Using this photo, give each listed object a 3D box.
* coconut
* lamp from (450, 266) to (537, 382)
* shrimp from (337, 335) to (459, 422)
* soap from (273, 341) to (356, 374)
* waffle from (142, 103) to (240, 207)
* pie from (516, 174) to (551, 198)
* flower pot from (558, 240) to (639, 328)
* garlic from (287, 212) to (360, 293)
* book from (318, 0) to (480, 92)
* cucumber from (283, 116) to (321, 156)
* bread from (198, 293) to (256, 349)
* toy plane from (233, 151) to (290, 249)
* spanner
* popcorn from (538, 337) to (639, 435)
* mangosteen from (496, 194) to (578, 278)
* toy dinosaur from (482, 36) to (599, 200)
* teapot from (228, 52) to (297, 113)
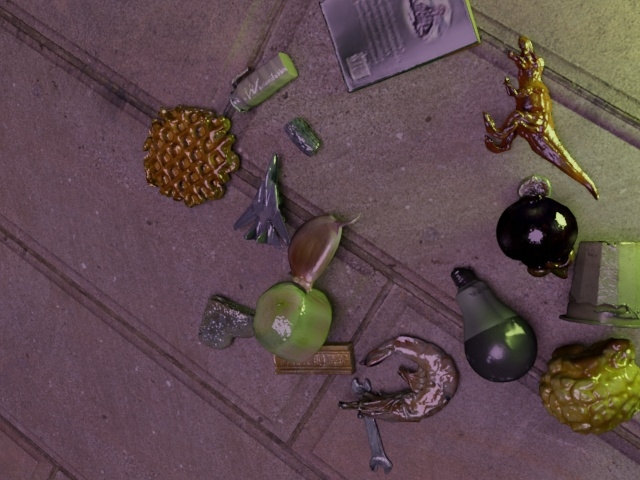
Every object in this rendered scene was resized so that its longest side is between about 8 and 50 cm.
[{"bbox_3d":[-0.073,0.226,2.006,0.236,0.236,0.204,42,105,10],"label":"coconut"},{"bbox_3d":[0.451,0.209,1.834,0.182,0.182,0.313,-16,69,24],"label":"lamp"},{"bbox_3d":[0.208,0.400,1.993,0.361,0.085,0.246,-20,88,17],"label":"shrimp"},{"bbox_3d":[-0.022,0.350,2.099,0.252,0.037,0.092,-4,97,23],"label":"soap"},{"bbox_3d":[-0.392,-0.248,2.118,0.325,0.068,0.301,16,105,20],"label":"waffle"},{"bbox_3d":[0.542,-0.127,1.793,0.085,0.017,0.085,4,102,21],"label":"pie"},{"bbox_3d":[0.679,0.101,1.694,0.213,0.212,0.202,0,90,22],"label":"flower pot"},{"bbox_3d":[0.000,-0.005,1.971,0.148,0.128,0.266,36,109,17],"label":"garlic"},{"bbox_3d":[0.199,-0.566,1.838,0.371,0.043,0.260,-15,96,25],"label":"book"},{"bbox_3d":[-0.048,-0.286,1.976,0.064,0.064,0.112,-44,83,23],"label":"cucumber"},{"bbox_3d":[-0.292,0.242,2.173,0.232,0.064,0.172,-22,93,22],"label":"bread"},{"bbox_3d":[-0.144,-0.118,2.035,0.212,0.088,0.267,15,93,33],"label":"toy plane"},{"bbox_3d":[0.149,0.544,2.077,0.071,0.017,0.301,-11,96,23],"label":"spanner"},{"bbox_3d":[0.670,0.344,1.739,0.237,0.206,0.251,21,96,32],"label":"popcorn"},{"bbox_3d":[0.535,0.003,1.735,0.194,0.194,0.230,-16,105,24],"label":"mangosteen"},{"bbox_3d":[0.506,-0.270,1.743,0.208,0.097,0.431,-20,96,14],"label":"toy dinosaur"},{"bbox_3d":[-0.172,-0.451,1.987,0.200,0.077,0.107,-32,84,24],"label":"teapot"}]
